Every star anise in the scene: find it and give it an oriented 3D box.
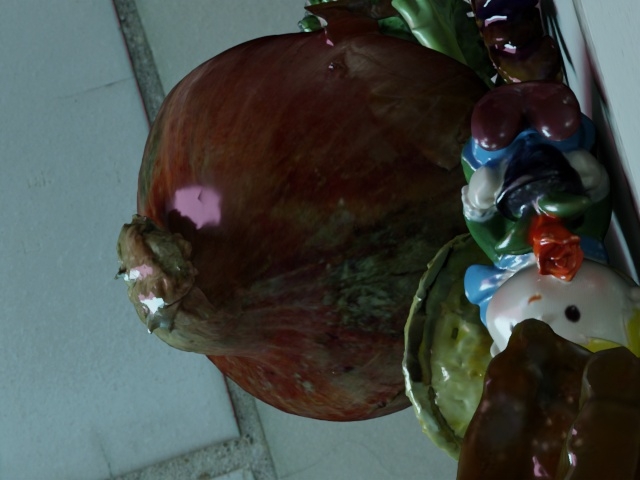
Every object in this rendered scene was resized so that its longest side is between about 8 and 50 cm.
[{"bbox_3d":[0.138,-0.167,1.407,0.168,0.057,0.168,-15,-90,-88],"label":"star anise"}]

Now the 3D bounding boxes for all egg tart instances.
[{"bbox_3d":[0.159,0.082,1.429,0.090,0.212,0.213,-10,99,52],"label":"egg tart"}]

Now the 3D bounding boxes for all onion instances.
[{"bbox_3d":[0.013,-0.025,1.575,0.353,0.353,0.354,-16,-90,-88],"label":"onion"}]

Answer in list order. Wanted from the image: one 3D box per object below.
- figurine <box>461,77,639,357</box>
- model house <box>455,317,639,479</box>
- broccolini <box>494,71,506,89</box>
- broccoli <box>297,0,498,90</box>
[{"bbox_3d":[0.163,0.023,1.286,0.185,0.127,0.234,82,-176,-67],"label":"figurine"},{"bbox_3d":[0.116,0.131,0.683,0.229,0.219,0.199,61,-168,25],"label":"model house"},{"bbox_3d":[0.144,-0.200,1.507,0.044,0.042,0.218,18,133,41],"label":"broccolini"},{"bbox_3d":[0.128,-0.088,1.876,0.397,0.275,0.353,51,-173,35],"label":"broccoli"}]
